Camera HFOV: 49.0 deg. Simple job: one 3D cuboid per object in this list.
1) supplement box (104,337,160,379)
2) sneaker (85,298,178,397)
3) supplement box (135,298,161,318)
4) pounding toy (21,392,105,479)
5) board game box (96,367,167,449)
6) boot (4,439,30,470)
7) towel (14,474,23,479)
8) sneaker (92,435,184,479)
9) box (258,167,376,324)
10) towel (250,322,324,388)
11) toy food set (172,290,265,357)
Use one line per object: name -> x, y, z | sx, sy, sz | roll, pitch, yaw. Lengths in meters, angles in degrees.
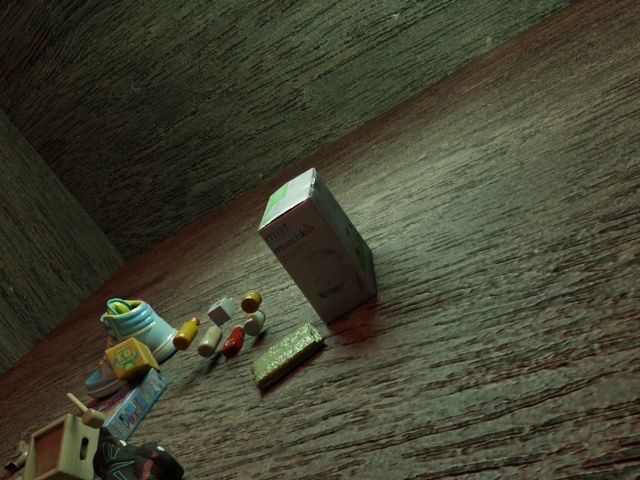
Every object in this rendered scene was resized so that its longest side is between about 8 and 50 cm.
supplement box -> -0.447, 0.291, 1.685 | 0.078, 0.080, 0.233 | -27, -8, -12
sneaker -> -0.549, 0.274, 1.887 | 0.319, 0.208, 0.127 | -34, 15, 11
supplement box -> -0.544, 0.259, 2.128 | 0.111, 0.114, 0.220 | -42, 13, -17
pounding toy -> -0.502, 0.413, 1.451 | 0.206, 0.094, 0.181 | -30, 43, 24
board game box -> -0.463, 0.399, 1.579 | 0.194, 0.060, 0.194 | -32, 14, 18
boot -> -0.810, 0.577, 1.876 | 0.118, 0.042, 0.087 | -26, 19, 37
towel -> -0.773, 0.615, 1.410 | 0.331, 0.053, 0.317 | -31, 3, 32
sneaker -> -0.340, 0.401, 1.198 | 0.267, 0.101, 0.106 | -20, 24, 50
box -> 0.000, 0.000, 1.415 | 0.126, 0.231, 0.262 | -33, 15, 12
towel -> -0.062, 0.212, 1.295 | 0.148, 0.027, 0.110 | -36, 15, -4
toy food set -> -0.206, 0.181, 1.563 | 0.232, 0.111, 0.104 | -34, 14, 20
